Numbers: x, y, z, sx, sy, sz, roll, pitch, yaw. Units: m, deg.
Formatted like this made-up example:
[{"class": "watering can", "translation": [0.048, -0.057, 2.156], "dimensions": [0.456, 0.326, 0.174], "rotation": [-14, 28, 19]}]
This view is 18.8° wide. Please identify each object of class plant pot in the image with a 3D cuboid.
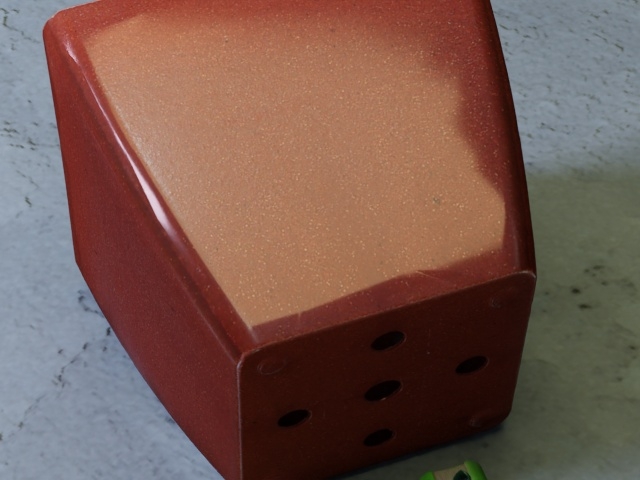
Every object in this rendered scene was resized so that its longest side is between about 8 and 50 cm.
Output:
[{"class": "plant pot", "translation": [0.000, 0.000, 1.194], "dimensions": [0.267, 0.267, 0.236], "rotation": [-16, 57, -12]}]

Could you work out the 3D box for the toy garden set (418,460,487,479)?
[{"class": "toy garden set", "translation": [0.009, 0.222, 1.091], "dimensions": [0.244, 0.049, 0.204], "rotation": [-13, 44, -10]}]
